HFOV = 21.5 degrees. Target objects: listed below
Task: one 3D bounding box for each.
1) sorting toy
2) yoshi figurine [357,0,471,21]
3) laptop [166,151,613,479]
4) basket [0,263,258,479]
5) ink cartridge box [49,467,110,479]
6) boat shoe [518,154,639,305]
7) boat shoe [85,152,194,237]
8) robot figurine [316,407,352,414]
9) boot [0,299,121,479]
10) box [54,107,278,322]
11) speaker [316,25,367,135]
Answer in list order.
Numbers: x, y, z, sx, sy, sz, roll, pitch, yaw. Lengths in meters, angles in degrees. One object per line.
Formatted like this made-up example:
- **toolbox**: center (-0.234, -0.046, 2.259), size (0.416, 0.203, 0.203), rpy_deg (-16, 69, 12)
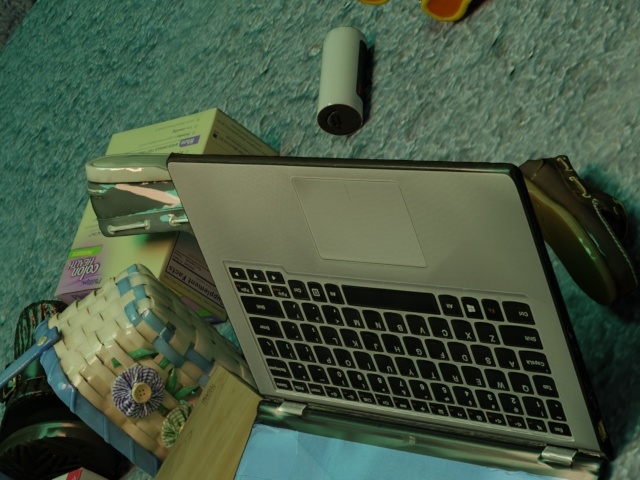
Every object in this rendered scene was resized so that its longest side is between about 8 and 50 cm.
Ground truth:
- **sorting toy**: center (-0.099, 0.277, 1.679), size (0.257, 0.089, 0.255), rpy_deg (-61, 17, -3)
- **yoshi figurine**: center (0.141, -0.438, 1.895), size (0.203, 0.203, 0.362), rpy_deg (-14, 48, 38)
- **laptop**: center (0.004, 0.164, 1.345), size (0.382, 0.408, 0.236), rpy_deg (4, 34, 43)
- **basket**: center (-0.236, 0.189, 1.870), size (0.289, 0.255, 0.201), rpy_deg (-45, 27, 11)
- **ink cartridge box**: center (-0.319, 0.354, 2.087), size (0.150, 0.063, 0.109), rpy_deg (-27, 42, 52)
- **boat shoe**: center (0.222, -0.019, 1.422), size (0.073, 0.073, 0.207), rpy_deg (-21, 34, -7)
- **boat shoe**: center (-0.119, -0.041, 1.945), size (0.116, 0.319, 0.099), rpy_deg (-39, -48, -66)
- **robot figurine**: center (0.015, 0.143, 1.655), size (0.101, 0.067, 0.115), rpy_deg (-56, 25, 8)
- **boot**: center (-0.341, 0.196, 2.210), size (0.348, 0.131, 0.260), rpy_deg (-25, 44, 54)
- **box**: center (-0.193, -0.021, 2.119), size (0.213, 0.117, 0.243), rpy_deg (-10, 54, 45)
- **speaker**: center (0.026, -0.188, 1.993), size (0.055, 0.055, 0.136), rpy_deg (-40, 32, 39)
